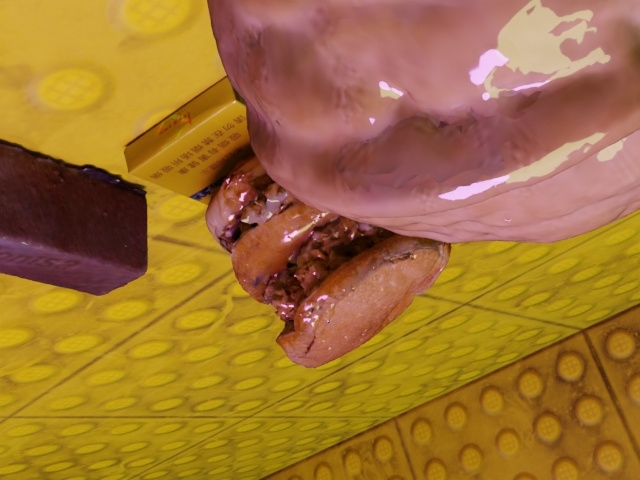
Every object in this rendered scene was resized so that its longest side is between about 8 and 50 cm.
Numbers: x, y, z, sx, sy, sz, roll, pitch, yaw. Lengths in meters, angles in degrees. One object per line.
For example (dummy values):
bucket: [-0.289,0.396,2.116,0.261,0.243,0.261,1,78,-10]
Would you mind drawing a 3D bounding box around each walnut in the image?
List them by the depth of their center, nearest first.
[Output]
walnut: [0.101,-0.158,0.570,0.381,0.381,0.381,-15,156,-7]

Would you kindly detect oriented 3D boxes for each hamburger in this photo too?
hamburger: [0.009,0.003,0.926,0.245,0.211,0.260,-39,155,21]

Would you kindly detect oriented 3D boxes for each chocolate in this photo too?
chocolate: [-0.315,-0.023,0.868,0.112,0.112,0.321,-27,154,26]

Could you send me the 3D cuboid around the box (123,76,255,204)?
box: [-0.079,-0.090,0.975,0.153,0.041,0.279,-30,153,22]
